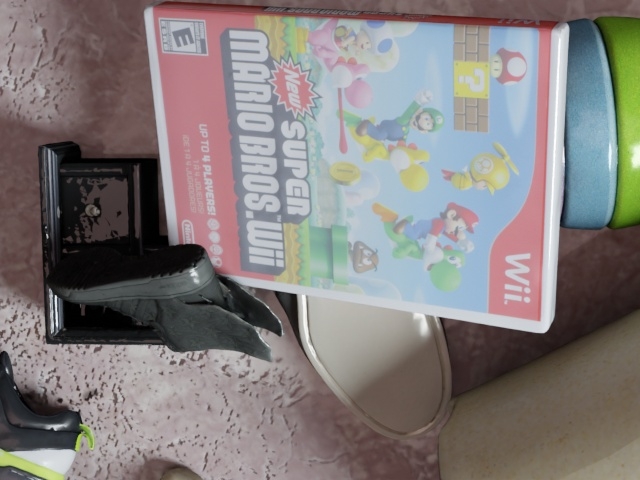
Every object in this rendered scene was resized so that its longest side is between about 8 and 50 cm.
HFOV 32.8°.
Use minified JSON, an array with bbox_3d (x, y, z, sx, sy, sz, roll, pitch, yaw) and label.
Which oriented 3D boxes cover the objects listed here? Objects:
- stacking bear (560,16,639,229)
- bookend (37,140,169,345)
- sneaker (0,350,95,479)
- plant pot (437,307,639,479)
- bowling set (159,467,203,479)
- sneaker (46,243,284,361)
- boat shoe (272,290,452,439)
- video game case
[{"bbox_3d":[0.241,-0.084,0.774,0.288,0.164,0.176,-4,113,5],"label":"stacking bear"},{"bbox_3d":[-0.135,0.001,0.865,0.157,0.072,0.156,1,98,4],"label":"bookend"},{"bbox_3d":[-0.299,0.130,0.909,0.234,0.084,0.097,29,76,-1],"label":"sneaker"},{"bbox_3d":[0.262,0.172,0.754,0.305,0.334,0.334,-22,96,19],"label":"plant pot"},{"bbox_3d":[-0.053,0.321,0.847,0.287,0.200,0.154,25,101,5],"label":"bowling set"},{"bbox_3d":[-0.117,0.050,0.801,0.170,0.051,0.089,-5,128,27],"label":"sneaker"},{"bbox_3d":[0.000,0.000,0.855,0.112,0.095,0.335,-32,99,8],"label":"boat shoe"},{"bbox_3d":[0.018,-0.052,0.729,0.285,0.025,0.204,8,116,22],"label":"video game case"}]
